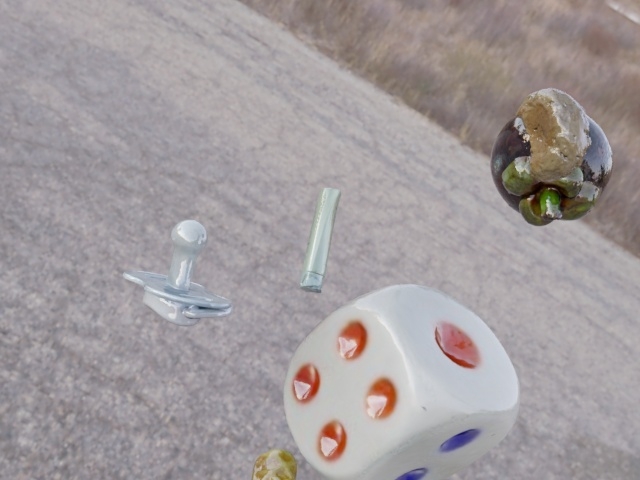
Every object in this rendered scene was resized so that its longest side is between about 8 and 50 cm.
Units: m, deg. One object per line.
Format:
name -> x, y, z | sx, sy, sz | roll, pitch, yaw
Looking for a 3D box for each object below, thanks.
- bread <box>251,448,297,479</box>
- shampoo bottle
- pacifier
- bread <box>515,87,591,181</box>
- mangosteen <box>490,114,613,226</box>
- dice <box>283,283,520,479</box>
bread -> -0.084, 0.453, 1.293 | 0.077, 0.084, 0.367 | 4, 30, 3
shampoo bottle -> 0.000, 0.000, 1.749 | 0.049, 0.212, 0.072 | 13, -12, -1
pacifier -> -0.293, 0.067, 1.900 | 0.238, 0.226, 0.287 | 10, 7, -32
bread -> 0.278, -0.127, 1.007 | 0.060, 0.082, 0.113 | 10, 63, -26
mangosteen -> 0.550, -0.168, 2.082 | 0.300, 0.300, 0.300 | 28, 18, -10
dice -> 0.142, 0.268, 1.525 | 0.304, 0.304, 0.277 | 9, 46, -45
